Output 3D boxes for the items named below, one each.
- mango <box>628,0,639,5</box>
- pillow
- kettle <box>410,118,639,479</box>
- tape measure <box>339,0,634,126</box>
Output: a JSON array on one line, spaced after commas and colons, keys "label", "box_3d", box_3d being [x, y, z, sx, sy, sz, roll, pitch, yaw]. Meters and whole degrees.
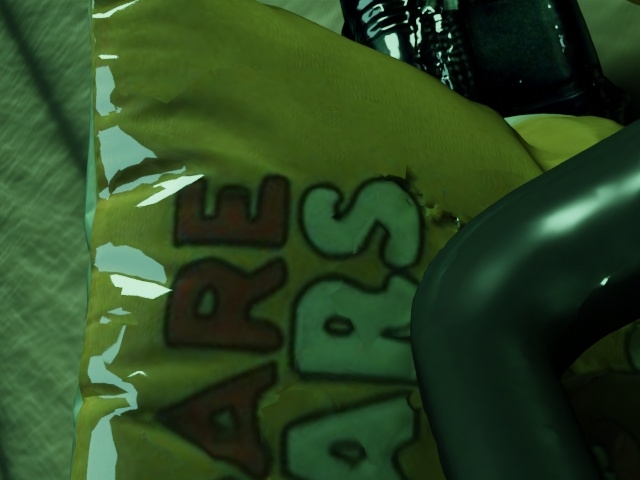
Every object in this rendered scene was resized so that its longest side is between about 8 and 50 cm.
[{"label": "mango", "box_3d": [0.152, -0.170, 0.710, 0.111, 0.089, 0.163, 11, 82, 59]}, {"label": "pillow", "box_3d": [0.053, 0.085, 0.548, 0.119, 0.312, 0.310, -19, 63, 58]}, {"label": "kettle", "box_3d": [0.182, 0.034, 0.359, 0.262, 0.203, 0.308, -53, 26, 16]}, {"label": "tape measure", "box_3d": [0.075, -0.049, 0.788, 0.199, 0.112, 0.186, 70, -175, -52]}]
